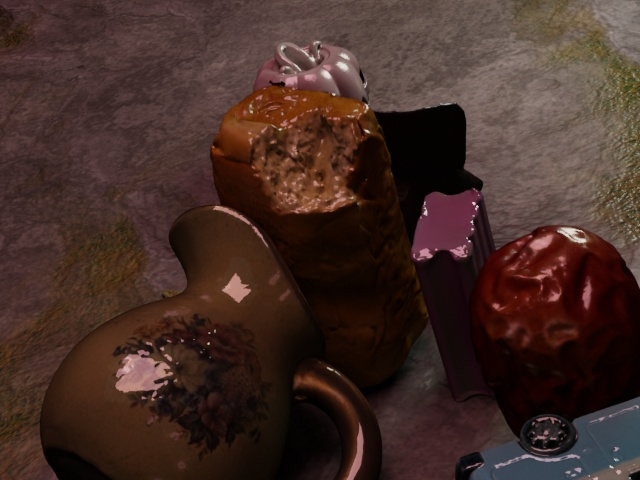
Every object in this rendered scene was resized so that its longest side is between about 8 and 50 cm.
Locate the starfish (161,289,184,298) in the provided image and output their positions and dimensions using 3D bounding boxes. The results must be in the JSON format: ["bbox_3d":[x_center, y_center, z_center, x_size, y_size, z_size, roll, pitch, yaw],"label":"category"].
[{"bbox_3d":[-0.125,0.099,1.689,0.216,0.050,0.223,-33,34,-16],"label":"starfish"}]

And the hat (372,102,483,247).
[{"bbox_3d":[0.067,-0.031,1.633,0.238,0.336,0.209,8,73,8],"label":"hat"}]

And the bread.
[{"bbox_3d":[-0.006,0.003,1.499,0.195,0.344,0.149,12,46,35],"label":"bread"}]

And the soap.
[{"bbox_3d":[0.155,0.059,1.473,0.065,0.203,0.122,-7,34,19],"label":"soap"}]

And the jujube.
[{"bbox_3d":[0.235,0.102,1.320,0.174,0.250,0.174,-16,31,10],"label":"jujube"}]

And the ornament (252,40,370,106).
[{"bbox_3d":[-0.015,-0.216,2.042,0.177,0.178,0.177,-12,31,7],"label":"ornament"}]

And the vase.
[{"bbox_3d":[-0.087,0.168,1.392,0.329,0.241,0.302,33,62,6],"label":"vase"}]

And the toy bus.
[{"bbox_3d":[0.270,0.231,1.208,0.271,0.133,0.165,-18,35,-8],"label":"toy bus"}]
